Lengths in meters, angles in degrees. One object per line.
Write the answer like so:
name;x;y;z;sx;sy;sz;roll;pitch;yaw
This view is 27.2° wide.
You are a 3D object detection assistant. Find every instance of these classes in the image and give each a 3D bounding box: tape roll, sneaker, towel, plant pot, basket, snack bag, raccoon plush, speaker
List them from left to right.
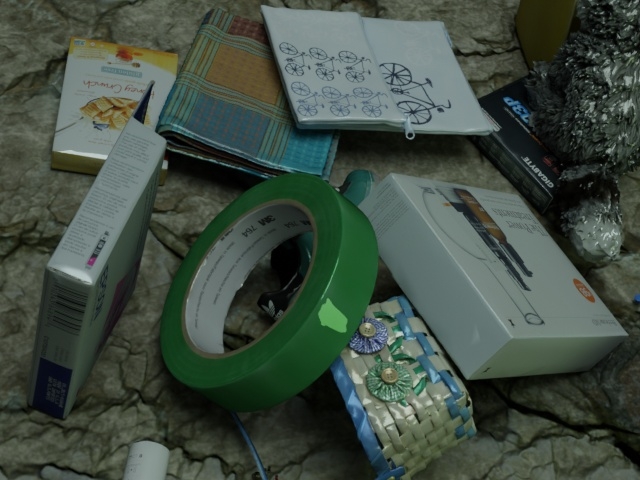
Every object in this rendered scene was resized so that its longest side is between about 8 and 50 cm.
speaker;-0.226;0.321;1.647;0.055;0.055;0.136;12;51;-6
towel;-0.091;-0.229;2.068;0.271;0.040;0.370;18;41;-4
tape roll;-0.071;0.065;1.727;0.077;0.321;0.321;38;42;-35
sneaker;0.000;0.000;1.917;0.121;0.108;0.302;23;53;-3
basket;0.034;0.213;1.718;0.289;0.201;0.255;-30;55;1
snack bag;0.091;-0.276;2.133;0.342;0.037;0.323;2;42;-18
plant pot;0.457;-0.392;2.288;0.212;0.212;0.187;-11;45;-22
raccoon plush;0.484;-0.220;2.028;0.216;0.299;0.446;2;53;-16

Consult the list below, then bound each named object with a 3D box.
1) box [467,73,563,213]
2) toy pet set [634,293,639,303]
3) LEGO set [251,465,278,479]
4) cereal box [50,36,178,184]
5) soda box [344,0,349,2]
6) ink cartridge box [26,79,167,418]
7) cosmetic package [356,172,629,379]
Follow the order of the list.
box;0.360;-0.164;2.175;0.175;0.051;0.220;-27;65;-31
toy pet set;0.561;0.123;2.023;0.114;0.065;0.122;-22;42;-5
LEGO set;-0.057;0.331;1.712;0.054;0.023;0.083;-3;42;-20
cereal box;-0.311;-0.200;2.017;0.173;0.047;0.240;8;52;-11
soda box;0.089;-0.495;2.344;0.063;0.058;0.183;41;54;15
ink cartridge box;-0.270;0.016;1.691;0.071;0.324;0.330;23;52;1
cosmetic package;0.243;0.052;1.840;0.377;0.097;0.284;4;47;-55
